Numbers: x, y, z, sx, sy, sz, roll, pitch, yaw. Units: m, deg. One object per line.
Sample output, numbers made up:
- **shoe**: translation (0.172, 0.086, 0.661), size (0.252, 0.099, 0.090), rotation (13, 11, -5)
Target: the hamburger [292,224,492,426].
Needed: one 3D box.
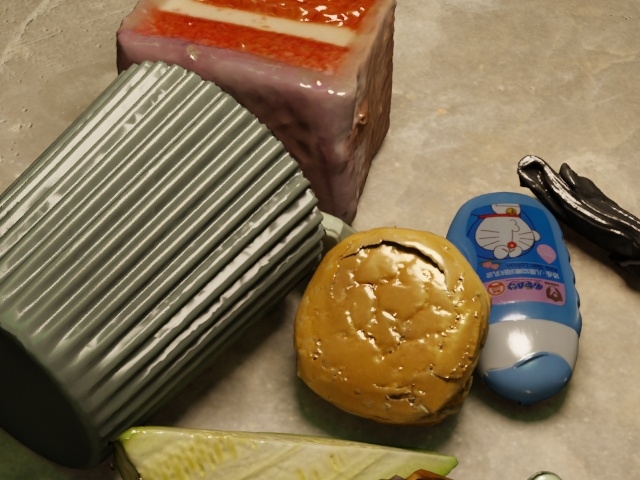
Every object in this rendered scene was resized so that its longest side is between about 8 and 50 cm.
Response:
- **hamburger**: translation (0.075, 0.087, 1.301), size (0.214, 0.108, 0.214), rotation (-3, 77, 14)

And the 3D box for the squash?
- **squash**: translation (-0.040, 0.203, 1.212), size (0.288, 0.111, 0.203), rotation (-30, 98, -21)

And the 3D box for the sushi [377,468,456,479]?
- **sushi**: translation (0.151, 0.380, 0.972), size (0.417, 0.176, 0.417), rotation (15, 53, -21)

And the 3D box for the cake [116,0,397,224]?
- **cake**: translation (-0.072, -0.189, 1.502), size (0.309, 0.230, 0.237), rotation (16, 47, 11)

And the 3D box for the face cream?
- **face cream**: translation (0.212, 0.065, 1.383), size (0.149, 0.083, 0.264), rotation (-3, 48, 0)

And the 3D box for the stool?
- **stool**: translation (-0.209, 0.030, 1.265), size (0.297, 0.297, 0.330), rotation (30, 57, 22)

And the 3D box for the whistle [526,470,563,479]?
- **whistle**: translation (0.126, 0.284, 1.184), size (0.235, 0.077, 0.114), rotation (-5, 90, -7)

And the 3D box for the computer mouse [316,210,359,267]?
- **computer mouse**: translation (0.000, 0.000, 1.398), size (0.089, 0.181, 0.056), rotation (14, 83, 19)

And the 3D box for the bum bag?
- **bum bag**: translation (0.333, -0.016, 1.448), size (0.248, 0.123, 0.060), rotation (40, 91, 28)
